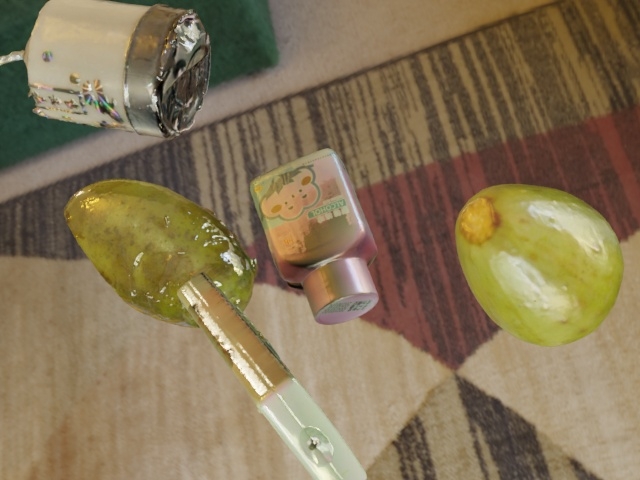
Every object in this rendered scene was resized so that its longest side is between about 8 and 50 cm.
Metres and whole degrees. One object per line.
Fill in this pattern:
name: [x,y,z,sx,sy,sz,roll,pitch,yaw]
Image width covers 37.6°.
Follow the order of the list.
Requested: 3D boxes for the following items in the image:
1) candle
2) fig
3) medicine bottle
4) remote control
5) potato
candle: [-0.323,-0.249,1.319,0.330,0.187,0.187,10,65,12]
fig: [0.357,0.025,1.576,0.258,0.326,0.258,-26,44,29]
medicine bottle: [0.000,0.000,1.115,0.119,0.094,0.188,-22,65,4]
remote control: [-0.063,0.138,0.989,0.050,0.145,0.344,-37,26,-8]
potato: [-0.228,0.016,1.332,0.298,0.141,0.176,32,97,9]
